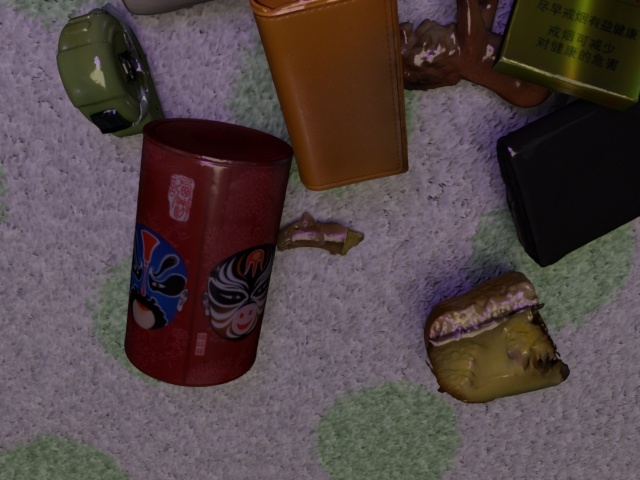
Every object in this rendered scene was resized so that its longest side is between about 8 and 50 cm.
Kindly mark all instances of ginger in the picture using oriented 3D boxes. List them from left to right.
[{"bbox_3d":[0.001,-0.006,0.958,0.137,0.044,0.057,6,130,-2],"label":"ginger"}]

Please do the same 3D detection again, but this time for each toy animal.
[{"bbox_3d":[0.230,-0.252,0.842,0.313,0.097,0.157,17,121,-9],"label":"toy animal"}]

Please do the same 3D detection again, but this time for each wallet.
[{"bbox_3d":[0.451,-0.138,0.852,0.406,0.062,0.228,-28,122,-1],"label":"wallet"}]

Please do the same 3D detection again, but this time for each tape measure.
[{"bbox_3d":[-0.277,-0.220,0.809,0.088,0.154,0.177,-12,108,11],"label":"tape measure"}]

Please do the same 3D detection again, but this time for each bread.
[{"bbox_3d":[0.257,0.151,0.967,0.204,0.162,0.262,-25,133,8],"label":"bread"}]

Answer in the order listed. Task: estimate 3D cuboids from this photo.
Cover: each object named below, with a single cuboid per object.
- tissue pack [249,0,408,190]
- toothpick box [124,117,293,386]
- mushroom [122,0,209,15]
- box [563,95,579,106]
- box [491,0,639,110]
[{"bbox_3d":[0.009,-0.218,0.724,0.145,0.194,0.274,-16,143,1],"label":"tissue pack"},{"bbox_3d":[-0.165,0.013,0.876,0.204,0.204,0.333,10,111,-5],"label":"toothpick box"},{"bbox_3d":[-0.083,-0.394,0.754,0.397,0.126,0.177,-7,104,6],"label":"mushroom"},{"bbox_3d":[0.431,-0.231,0.856,0.142,0.044,0.285,14,112,-25],"label":"box"},{"bbox_3d":[0.338,-0.330,0.749,0.173,0.043,0.311,17,85,1],"label":"box"}]
